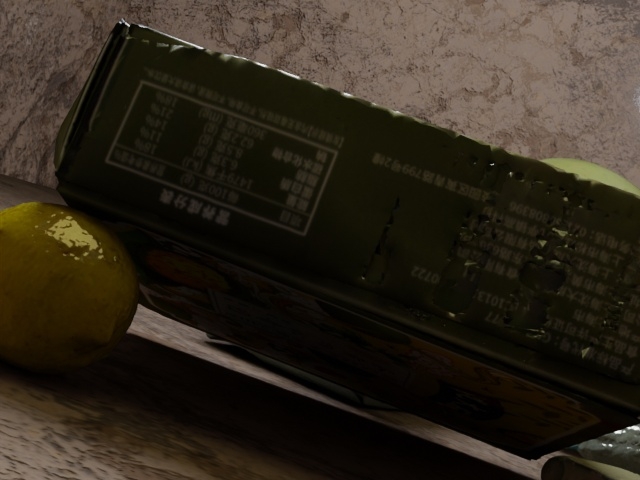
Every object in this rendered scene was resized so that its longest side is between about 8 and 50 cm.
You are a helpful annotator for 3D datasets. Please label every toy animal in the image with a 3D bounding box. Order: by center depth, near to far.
[{"bbox_3d":[0.303,0.227,1.223,0.253,0.070,0.079,5,-43,34],"label":"toy animal"}]

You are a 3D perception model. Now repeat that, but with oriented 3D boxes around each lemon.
[{"bbox_3d":[-0.176,0.029,0.710,0.133,0.109,0.109,26,3,26],"label":"lemon"}]

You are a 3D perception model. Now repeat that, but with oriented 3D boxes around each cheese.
[{"bbox_3d":[0.272,0.222,0.978,0.097,0.037,0.192,21,2,42],"label":"cheese"}]

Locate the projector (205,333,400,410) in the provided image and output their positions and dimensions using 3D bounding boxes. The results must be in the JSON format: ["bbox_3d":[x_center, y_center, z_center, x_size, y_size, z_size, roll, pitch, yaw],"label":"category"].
[{"bbox_3d":[0.007,0.057,1.174,0.242,0.177,0.163,21,-1,29],"label":"projector"}]

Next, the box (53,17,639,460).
[{"bbox_3d":[0.033,0.025,0.869,0.420,0.138,0.373,21,-15,5],"label":"box"}]

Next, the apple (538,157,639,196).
[{"bbox_3d":[0.309,0.079,1.446,0.357,0.357,0.357,19,0,0],"label":"apple"}]
